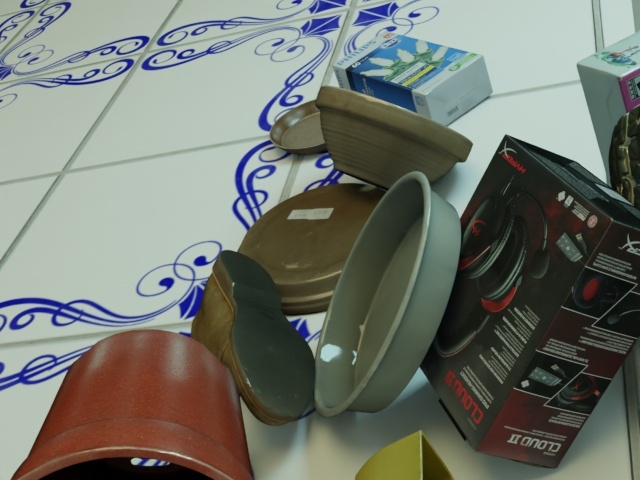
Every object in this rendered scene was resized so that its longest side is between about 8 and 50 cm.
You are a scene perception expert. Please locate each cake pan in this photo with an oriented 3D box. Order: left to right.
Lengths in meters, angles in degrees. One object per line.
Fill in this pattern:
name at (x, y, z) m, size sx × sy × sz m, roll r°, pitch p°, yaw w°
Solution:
cake pan at (0.074, 0.066, 1.118) m, size 0.054 × 0.293 × 0.293 m, roll 22°, pitch 35°, yaw -11°

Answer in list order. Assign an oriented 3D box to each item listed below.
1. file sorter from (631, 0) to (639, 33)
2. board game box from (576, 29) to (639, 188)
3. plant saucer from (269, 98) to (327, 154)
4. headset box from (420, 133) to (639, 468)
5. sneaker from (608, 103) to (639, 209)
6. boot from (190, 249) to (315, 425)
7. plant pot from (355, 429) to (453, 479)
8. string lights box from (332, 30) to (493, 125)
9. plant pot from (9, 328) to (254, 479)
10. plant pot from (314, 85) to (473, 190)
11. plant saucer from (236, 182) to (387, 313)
file sorter at (0.618, -0.330, 1.429) m, size 0.173 × 0.192 × 0.278 m, roll -38°, pitch 37°, yaw -29°
board game box at (0.493, -0.177, 1.236) m, size 0.303 × 0.224 × 0.097 m, roll -29°, pitch 25°, yaw -12°
plant saucer at (-0.005, -0.194, 1.710) m, size 0.169 × 0.029 × 0.168 m, roll -13°, pitch 34°, yaw 9°
headset box at (0.208, 0.071, 1.023) m, size 0.110 × 0.293 × 0.218 m, roll 17°, pitch 21°, yaw -26°
sneaker at (0.441, -0.081, 0.968) m, size 0.330 × 0.129 × 0.147 m, roll 0°, pitch -4°, yaw 42°
boot at (-0.091, 0.140, 1.226) m, size 0.115 × 0.112 × 0.305 m, roll -56°, pitch 29°, yaw 18°
plant pot at (0.079, 0.253, 0.983) m, size 0.083 × 0.081 × 0.081 m, roll -22°, pitch 31°, yaw 20°
string lights box at (0.152, -0.275, 1.699) m, size 0.133 × 0.076 × 0.260 m, roll -36°, pitch 36°, yaw -20°
plant pot at (-0.181, 0.239, 0.996) m, size 0.273 × 0.272 × 0.265 m, roll -18°, pitch 25°, yaw 3°
plant pot at (0.093, -0.133, 1.452) m, size 0.237 × 0.237 × 0.109 m, roll 22°, pitch 92°, yaw 46°
plant saucer at (0.000, 0.000, 1.420) m, size 0.278 × 0.041 × 0.277 m, roll -15°, pitch 33°, yaw 10°
